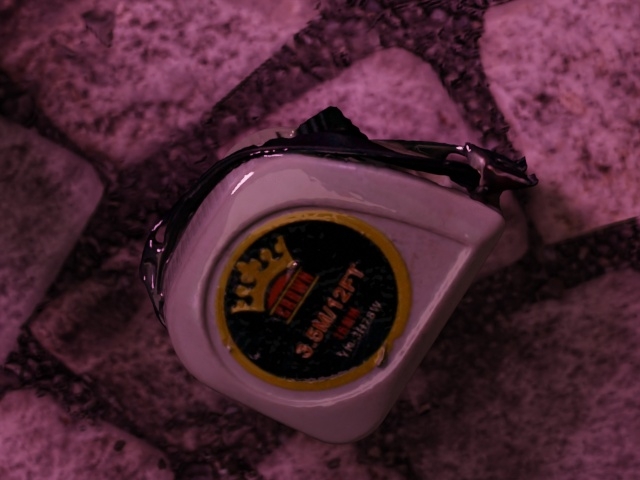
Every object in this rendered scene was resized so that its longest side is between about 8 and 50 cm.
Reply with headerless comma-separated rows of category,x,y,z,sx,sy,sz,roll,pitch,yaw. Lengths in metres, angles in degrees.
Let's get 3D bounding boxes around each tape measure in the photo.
tape measure,0.000,0.000,1.197,0.207,0.115,0.235,28,104,-13
